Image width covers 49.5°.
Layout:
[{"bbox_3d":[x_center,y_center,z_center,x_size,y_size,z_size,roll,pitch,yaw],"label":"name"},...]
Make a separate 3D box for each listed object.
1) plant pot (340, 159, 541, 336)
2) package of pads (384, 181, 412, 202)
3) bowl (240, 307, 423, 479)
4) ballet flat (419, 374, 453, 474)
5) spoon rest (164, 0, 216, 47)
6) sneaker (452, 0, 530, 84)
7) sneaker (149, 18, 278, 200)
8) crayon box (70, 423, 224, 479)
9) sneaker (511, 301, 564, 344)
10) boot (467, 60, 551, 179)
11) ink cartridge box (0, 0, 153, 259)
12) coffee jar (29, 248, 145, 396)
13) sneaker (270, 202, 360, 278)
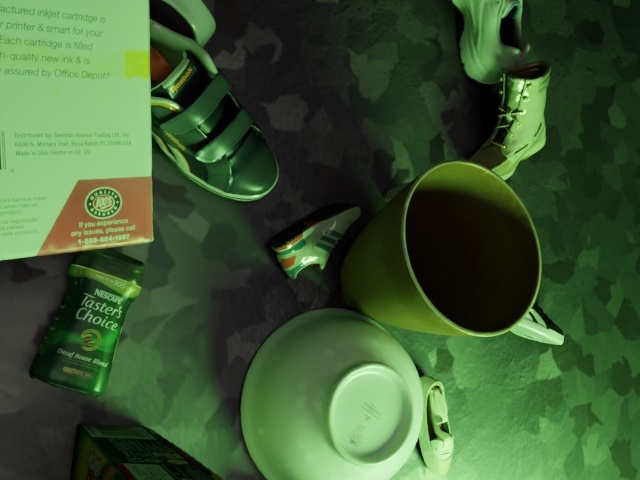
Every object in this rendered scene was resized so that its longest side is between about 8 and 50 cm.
[{"bbox_3d":[0.144,0.035,1.012,0.237,0.254,0.237,8,73,-27],"label":"plant pot"},{"bbox_3d":[0.142,-0.066,1.124,0.032,0.083,0.050,-46,101,-17],"label":"package of pads"},{"bbox_3d":[0.043,0.245,1.019,0.297,0.134,0.298,3,83,-26],"label":"bowl"},{"bbox_3d":[0.188,0.304,1.127,0.057,0.052,0.168,-13,91,-27],"label":"ballet flat"},{"bbox_3d":[-0.260,-0.372,0.958,0.276,0.084,0.137,36,71,-20],"label":"spoon rest"},{"bbox_3d":[0.292,-0.430,1.209,0.111,0.129,0.297,-21,93,-24],"label":"sneaker"},{"bbox_3d":[-0.175,-0.175,0.959,0.321,0.127,0.126,40,68,-19],"label":"sneaker"},{"bbox_3d":[-0.214,0.385,0.750,0.106,0.363,0.313,10,80,-25],"label":"crayon box"},{"bbox_3d":[0.352,0.096,1.213,0.216,0.079,0.121,24,76,-21],"label":"sneaker"},{"bbox_3d":[0.320,-0.202,1.186,0.213,0.077,0.165,-35,137,-30],"label":"boot"},{"bbox_3d":[-0.347,-0.183,0.772,0.279,0.160,0.385,-7,104,-40],"label":"ink cartridge box"},{"bbox_3d":[-0.297,0.100,0.896,0.096,0.079,0.185,22,75,-23],"label":"coffee jar"},{"bbox_3d":[0.000,0.000,1.072,0.161,0.057,0.075,-30,115,-27],"label":"sneaker"}]
